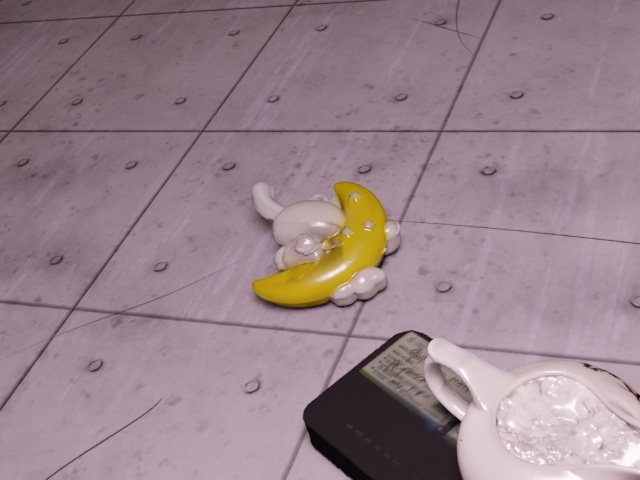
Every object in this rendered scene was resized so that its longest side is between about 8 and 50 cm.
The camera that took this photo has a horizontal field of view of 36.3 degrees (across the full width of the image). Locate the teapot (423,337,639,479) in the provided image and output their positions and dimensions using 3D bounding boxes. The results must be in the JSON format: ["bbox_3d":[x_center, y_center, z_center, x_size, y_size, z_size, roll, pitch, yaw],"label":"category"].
[{"bbox_3d":[0.233,0.205,1.039,0.299,0.166,0.208,26,67,29],"label":"teapot"}]

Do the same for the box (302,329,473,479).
[{"bbox_3d":[0.157,0.248,1.177,0.211,0.058,0.350,-35,41,-23],"label":"box"}]

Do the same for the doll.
[{"bbox_3d":[0.000,0.000,1.503,0.252,0.111,0.237,-4,56,17],"label":"doll"}]
